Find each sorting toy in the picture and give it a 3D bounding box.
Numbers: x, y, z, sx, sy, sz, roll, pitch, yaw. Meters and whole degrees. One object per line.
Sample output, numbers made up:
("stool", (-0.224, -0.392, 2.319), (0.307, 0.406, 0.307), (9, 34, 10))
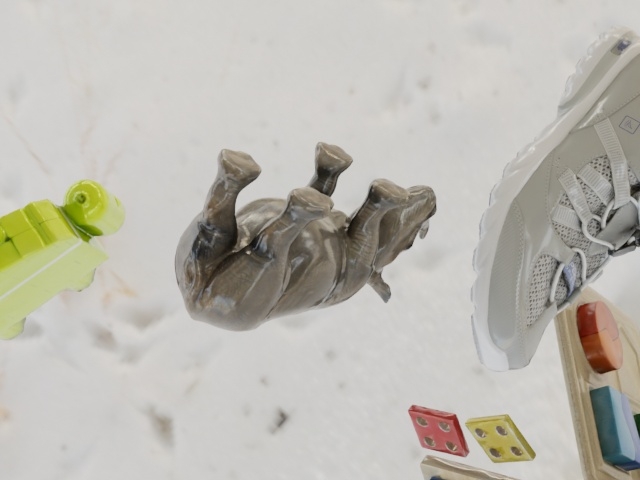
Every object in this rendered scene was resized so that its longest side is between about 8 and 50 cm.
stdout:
("sorting toy", (0.147, 0.252, 1.491), (0.132, 0.274, 0.046), (12, 46, 34))
("sorting toy", (0.285, 0.147, 1.548), (0.041, 0.307, 0.229), (-23, 63, 23))

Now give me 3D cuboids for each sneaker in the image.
("sneaker", (0.193, -0.027, 1.195), (0.115, 0.105, 0.281), (22, 69, 23))

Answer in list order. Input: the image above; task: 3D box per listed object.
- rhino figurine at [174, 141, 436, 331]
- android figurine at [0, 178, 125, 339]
("rhino figurine", (0.000, 0.000, 1.046), (0.073, 0.243, 0.106), (40, 113, 24))
("android figurine", (-0.286, 0.033, 1.554), (0.248, 0.273, 0.056), (-35, 79, 2))
